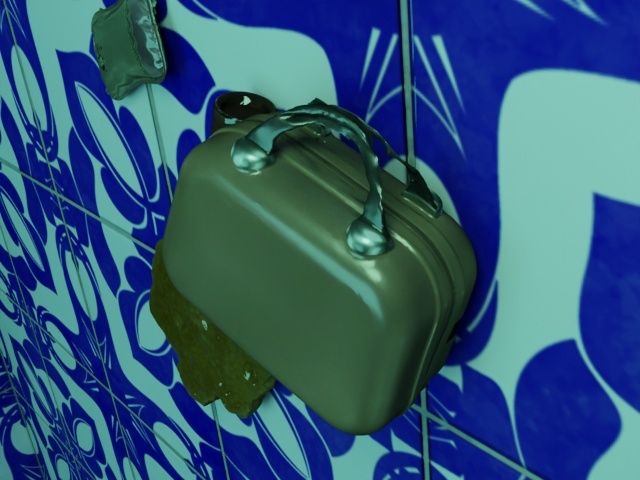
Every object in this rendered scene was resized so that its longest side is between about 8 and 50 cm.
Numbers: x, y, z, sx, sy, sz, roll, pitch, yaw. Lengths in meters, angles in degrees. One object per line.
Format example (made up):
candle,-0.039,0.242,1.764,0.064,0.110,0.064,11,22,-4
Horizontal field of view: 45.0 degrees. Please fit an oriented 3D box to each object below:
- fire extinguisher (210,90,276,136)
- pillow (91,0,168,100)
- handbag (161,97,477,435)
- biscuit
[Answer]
fire extinguisher,-0.086,-0.050,0.897,0.099,0.071,0.231,19,126,15
pillow,-0.262,-0.263,1.038,0.232,0.038,0.131,3,110,56
handbag,0.000,0.000,0.720,0.301,0.149,0.283,38,136,24
biscuit,-0.150,0.117,1.116,0.269,0.051,0.376,44,139,25
